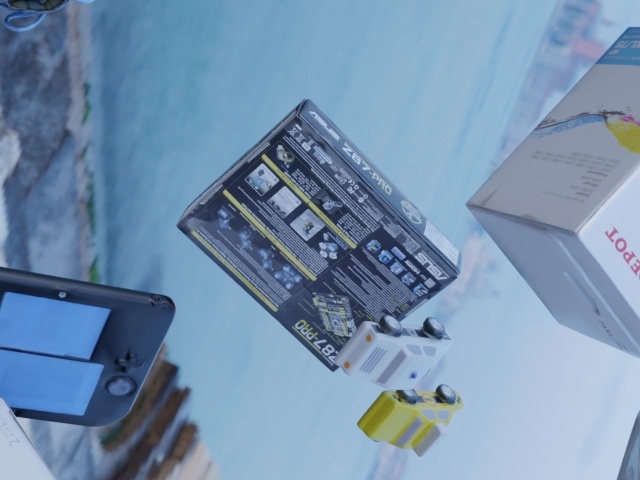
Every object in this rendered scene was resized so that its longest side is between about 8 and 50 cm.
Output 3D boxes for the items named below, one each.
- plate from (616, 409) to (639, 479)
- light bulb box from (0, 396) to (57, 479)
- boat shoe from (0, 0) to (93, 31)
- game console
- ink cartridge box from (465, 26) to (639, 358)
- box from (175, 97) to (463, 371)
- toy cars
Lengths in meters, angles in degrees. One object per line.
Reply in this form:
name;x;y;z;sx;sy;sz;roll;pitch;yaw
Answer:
plate;0.425;0.355;1.709;0.278;0.045;0.277;-61;161;-60
light bulb box;-0.561;0.516;2.091;0.225;0.358;0.361;-26;161;-40
boat shoe;-0.267;-0.237;1.142;0.109;0.089;0.258;-34;-177;5
game console;-0.470;0.182;2.117;0.342;0.387;0.060;122;-30;-42
ink cartridge box;0.331;-0.049;1.264;0.270;0.198;0.197;-46;-154;-11
box;0.000;0.000;2.191;0.318;0.395;0.097;-41;-167;24
toy cars;0.137;0.228;1.878;0.176;0.087;0.393;-30;146;-8
